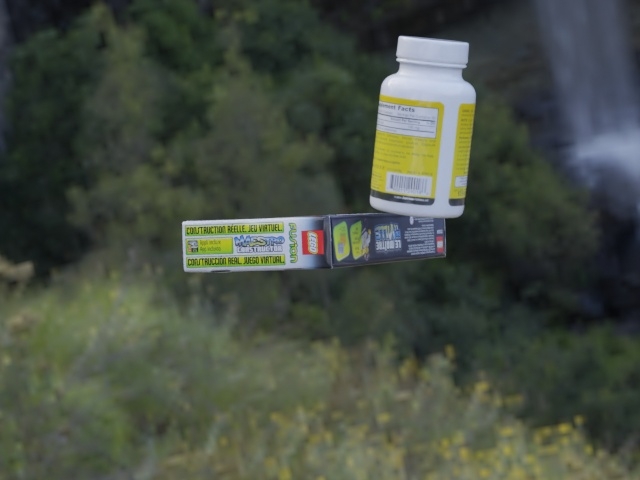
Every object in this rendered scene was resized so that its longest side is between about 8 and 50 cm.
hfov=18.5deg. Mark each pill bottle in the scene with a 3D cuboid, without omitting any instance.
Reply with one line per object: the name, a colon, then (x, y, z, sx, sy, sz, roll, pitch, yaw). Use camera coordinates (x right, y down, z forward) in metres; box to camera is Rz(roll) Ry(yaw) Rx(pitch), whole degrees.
pill bottle: (0.070, -0.076, 1.307, 0.065, 0.116, 0.065, 6, 8, -1)

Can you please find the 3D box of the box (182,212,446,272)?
box: (0.000, 0.000, 1.398, 0.114, 0.036, 0.207, -2, 1, 25)
